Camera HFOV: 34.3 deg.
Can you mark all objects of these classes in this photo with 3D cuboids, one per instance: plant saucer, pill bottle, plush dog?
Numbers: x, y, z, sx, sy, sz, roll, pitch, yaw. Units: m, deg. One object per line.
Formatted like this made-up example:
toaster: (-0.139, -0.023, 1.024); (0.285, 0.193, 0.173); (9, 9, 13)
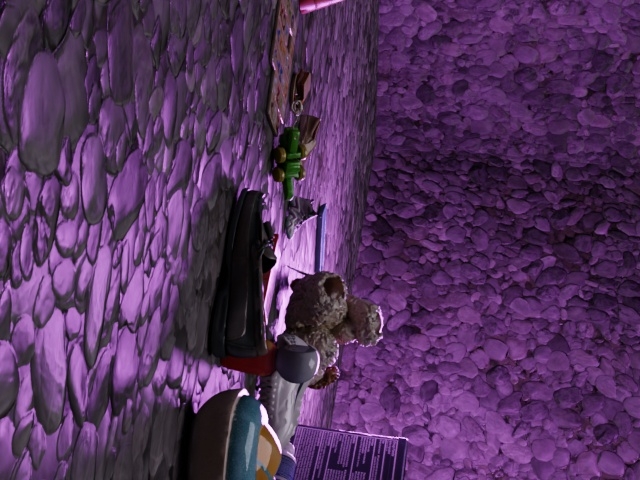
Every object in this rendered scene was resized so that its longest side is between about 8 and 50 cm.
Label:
plant saucer: (0.000, 0.000, 2.716); (0.067, 0.018, 0.192); (-72, 165, -63)
pill bottle: (-0.087, 0.480, 2.152); (0.120, 0.067, 0.067); (-77, 171, -47)
plush dog: (-0.021, 0.196, 2.176); (0.262, 0.210, 0.226); (40, 67, -49)

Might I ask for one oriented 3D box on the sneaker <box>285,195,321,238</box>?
sneaker: (-0.034, -0.046, 2.119); (0.038, 0.069, 0.098); (81, 16, -66)

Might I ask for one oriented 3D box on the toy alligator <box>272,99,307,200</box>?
toy alligator: (-0.059, -0.167, 1.868); (0.051, 0.056, 0.190); (34, -54, 50)

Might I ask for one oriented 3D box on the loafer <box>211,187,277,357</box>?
loafer: (-0.099, 0.050, 1.540); (0.096, 0.084, 0.268); (81, 16, -66)

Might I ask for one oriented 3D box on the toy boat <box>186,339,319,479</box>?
toy boat: (-0.096, 0.272, 1.502); (0.268, 0.148, 0.318); (89, 10, -48)

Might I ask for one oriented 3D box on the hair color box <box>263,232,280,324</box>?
hair color box: (-0.100, 0.063, 1.741); (0.072, 0.043, 0.141); (88, 11, -59)

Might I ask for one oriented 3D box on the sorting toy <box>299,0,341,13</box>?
sorting toy: (0.019, -0.530, 1.885); (0.365, 0.126, 0.127); (78, 20, -72)

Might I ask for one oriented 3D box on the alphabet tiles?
alphabet tiles: (-0.069, -0.313, 1.821); (0.198, 0.009, 0.237); (72, 24, -75)

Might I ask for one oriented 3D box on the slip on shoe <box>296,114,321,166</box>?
slip on shoe: (-0.028, -0.200, 2.151); (0.051, 0.041, 0.135); (85, 13, -61)

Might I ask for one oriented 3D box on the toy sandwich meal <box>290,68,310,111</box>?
toy sandwich meal: (-0.039, -0.290, 2.017); (0.085, 0.029, 0.086); (6, 90, -84)

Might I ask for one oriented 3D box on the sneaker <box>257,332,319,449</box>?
sneaker: (-0.086, 0.294, 1.984); (0.095, 0.090, 0.235); (35, 66, -46)

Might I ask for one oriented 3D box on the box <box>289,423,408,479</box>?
box: (0.042, 0.599, 2.407); (0.296, 0.293, 0.183); (-72, 166, -60)
